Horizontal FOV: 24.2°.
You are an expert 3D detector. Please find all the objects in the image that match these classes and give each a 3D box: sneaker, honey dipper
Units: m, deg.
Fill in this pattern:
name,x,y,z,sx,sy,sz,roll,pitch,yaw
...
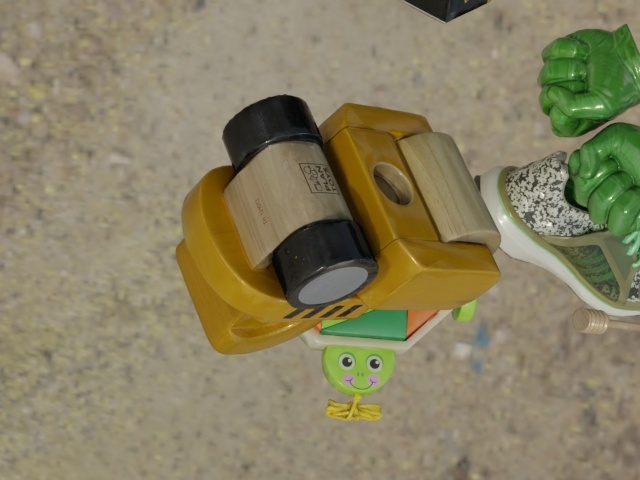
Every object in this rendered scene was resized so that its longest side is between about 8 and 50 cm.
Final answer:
name,x,y,z,sx,sy,sz,roll,pitch,yaw
sneaker,0.423,-0.014,2.197,0.410,0.182,0.158,23,52,-32
honey dipper,0.371,0.104,1.837,0.161,0.030,0.030,8,89,-41

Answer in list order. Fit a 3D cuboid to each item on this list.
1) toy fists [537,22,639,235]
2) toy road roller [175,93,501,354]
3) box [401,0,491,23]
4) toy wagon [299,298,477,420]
name,x,y,z,sx,sy,sz,roll,pitch,yaw
toy fists,0.365,-0.142,1.899,0.096,0.142,0.279,33,37,-72
toy road roller,0.000,0.000,1.546,0.330,0.240,0.202,1,57,-44
box,0.046,-0.399,1.498,0.079,0.322,0.257,-29,140,-38
toy wagon,0.052,0.038,1.742,0.267,0.068,0.344,5,71,-9
